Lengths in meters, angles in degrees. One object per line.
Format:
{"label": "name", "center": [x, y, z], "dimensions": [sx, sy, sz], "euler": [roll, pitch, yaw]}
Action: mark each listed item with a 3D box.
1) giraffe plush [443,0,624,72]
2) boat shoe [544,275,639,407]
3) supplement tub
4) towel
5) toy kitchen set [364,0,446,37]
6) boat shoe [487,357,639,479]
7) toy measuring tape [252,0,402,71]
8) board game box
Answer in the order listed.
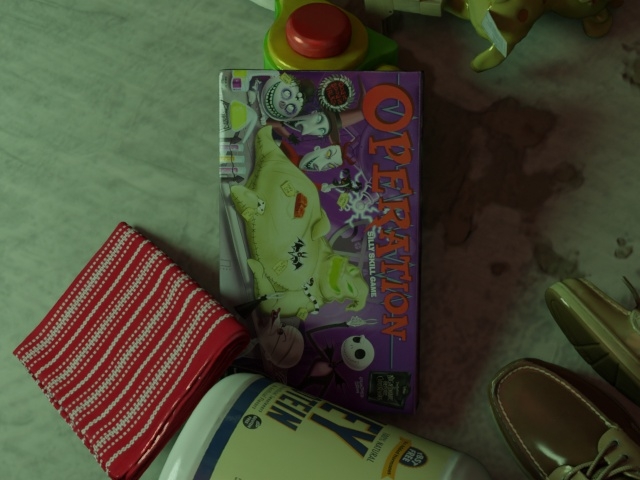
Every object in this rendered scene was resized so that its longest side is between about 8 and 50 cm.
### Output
{"label": "giraffe plush", "center": [0.229, -0.283, 1.287], "dimensions": [0.171, 0.181, 0.210], "euler": [-12, 65, -14]}
{"label": "boat shoe", "center": [0.344, 0.125, 1.207], "dimensions": [0.285, 0.104, 0.089], "euler": [42, 83, 5]}
{"label": "supplement tub", "center": [0.022, 0.281, 1.156], "dimensions": [0.325, 0.235, 0.235], "euler": [19, 82, 13]}
{"label": "towel", "center": [-0.201, 0.108, 1.268], "dimensions": [0.199, 0.031, 0.275], "euler": [-51, 44, -3]}
{"label": "toy kitchen set", "center": [0.099, -0.255, 1.337], "dimensions": [0.083, 0.075, 0.068], "euler": [11, 54, 16]}
{"label": "boat shoe", "center": [0.287, 0.236, 1.179], "dimensions": [0.123, 0.116, 0.324], "euler": [-44, 75, -1]}
{"label": "toy measuring tape", "center": [-0.056, -0.221, 1.336], "dimensions": [0.330, 0.121, 0.121], "euler": [30, 85, 20]}
{"label": "board game box", "center": [0.000, 0.000, 1.259], "dimensions": [0.208, 0.056, 0.346], "euler": [1, 98, 7]}
